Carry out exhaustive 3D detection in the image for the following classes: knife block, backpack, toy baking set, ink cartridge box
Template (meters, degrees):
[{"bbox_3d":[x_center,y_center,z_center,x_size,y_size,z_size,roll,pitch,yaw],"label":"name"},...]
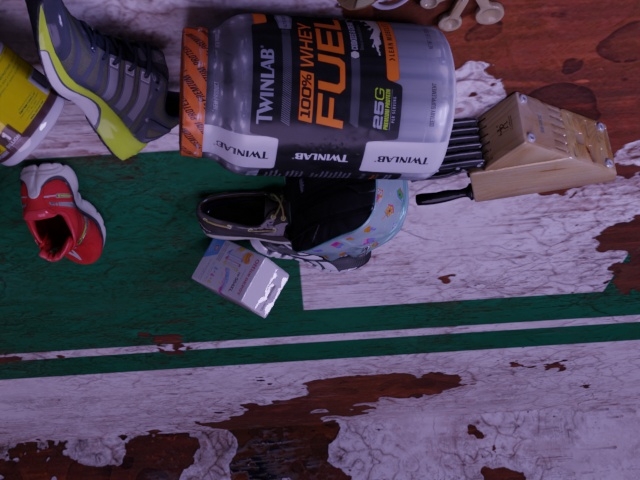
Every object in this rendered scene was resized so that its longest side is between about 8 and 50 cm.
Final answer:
[{"bbox_3d":[0.268,-0.114,1.415,0.275,0.088,0.242,12,151,-30],"label":"knife block"},{"bbox_3d":[0.048,-0.063,1.399,0.144,0.166,0.188,13,154,-36],"label":"backpack"},{"bbox_3d":[0.159,-0.306,1.064,0.256,0.030,0.196,14,150,-32],"label":"toy baking set"},{"bbox_3d":[-0.135,0.066,1.655,0.143,0.092,0.090,22,169,34],"label":"ink cartridge box"}]

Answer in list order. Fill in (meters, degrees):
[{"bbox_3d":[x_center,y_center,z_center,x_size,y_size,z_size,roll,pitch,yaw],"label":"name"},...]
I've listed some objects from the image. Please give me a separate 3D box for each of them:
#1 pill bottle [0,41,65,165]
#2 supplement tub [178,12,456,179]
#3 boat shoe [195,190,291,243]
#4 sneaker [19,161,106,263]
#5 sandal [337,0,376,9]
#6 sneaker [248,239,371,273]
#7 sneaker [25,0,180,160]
[{"bbox_3d":[-0.415,-0.191,1.087,0.117,0.117,0.215,-26,126,39],"label":"pill bottle"},{"bbox_3d":[-0.011,-0.172,1.133,0.316,0.194,0.193,0,154,-10],"label":"supplement tub"},{"bbox_3d":[-0.089,-0.041,1.523,0.227,0.081,0.069,-3,159,4],"label":"boat shoe"},{"bbox_3d":[-0.419,-0.015,1.489,0.107,0.118,0.279,-4,154,3],"label":"sneaker"},{"bbox_3d":[0.027,-0.325,0.995,0.072,0.049,0.180,-16,137,15],"label":"sandal"},{"bbox_3d":[0.000,0.000,1.625,0.234,0.078,0.106,13,152,-26],"label":"sneaker"},{"bbox_3d":[-0.256,-0.216,1.140,0.121,0.111,0.300,-24,153,4],"label":"sneaker"}]
